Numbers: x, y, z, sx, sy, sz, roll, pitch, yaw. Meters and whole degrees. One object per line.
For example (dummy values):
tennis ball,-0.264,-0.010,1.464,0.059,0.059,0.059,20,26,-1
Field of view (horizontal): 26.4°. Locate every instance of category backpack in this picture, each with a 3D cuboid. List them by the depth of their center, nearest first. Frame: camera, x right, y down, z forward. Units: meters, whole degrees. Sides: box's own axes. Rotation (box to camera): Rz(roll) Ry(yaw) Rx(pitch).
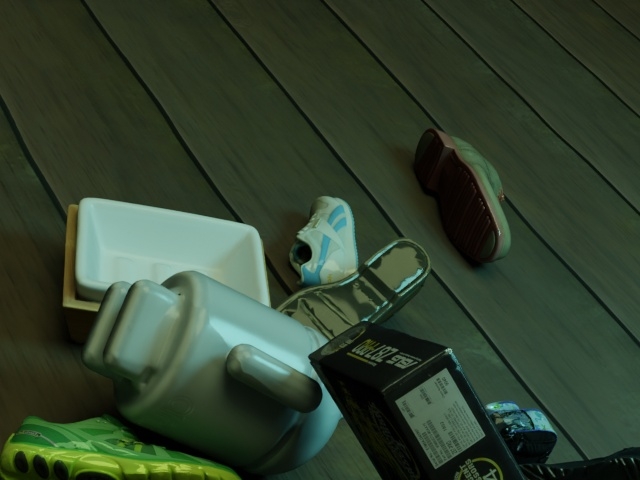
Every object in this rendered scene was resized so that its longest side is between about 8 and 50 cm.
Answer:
backpack,0.261,0.273,1.881,0.114,0.105,0.084,4,37,-33

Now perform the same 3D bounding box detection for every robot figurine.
robot figurine,-0.116,0.168,1.701,0.353,0.200,0.300,28,-13,-25

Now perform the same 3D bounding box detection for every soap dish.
soap dish,-0.219,0.060,1.918,0.290,0.118,0.229,10,35,-16

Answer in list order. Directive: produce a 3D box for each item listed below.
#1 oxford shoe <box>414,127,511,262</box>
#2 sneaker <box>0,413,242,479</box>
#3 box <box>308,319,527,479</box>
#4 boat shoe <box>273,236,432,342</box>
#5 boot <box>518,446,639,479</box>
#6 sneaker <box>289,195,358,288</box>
oxford shoe,0.279,-0.082,2.391,0.130,0.123,0.348,10,35,-24
sneaker,-0.229,0.262,1.630,0.295,0.109,0.123,14,35,-11
box,0.153,0.282,1.488,0.097,0.395,0.318,-32,10,-9
boat shoe,0.036,0.113,1.997,0.307,0.104,0.111,-27,68,-26
boot,0.356,0.337,1.842,0.207,0.246,0.094,17,61,-65
sneaker,0.000,0.000,2.153,0.092,0.087,0.229,9,33,-13
